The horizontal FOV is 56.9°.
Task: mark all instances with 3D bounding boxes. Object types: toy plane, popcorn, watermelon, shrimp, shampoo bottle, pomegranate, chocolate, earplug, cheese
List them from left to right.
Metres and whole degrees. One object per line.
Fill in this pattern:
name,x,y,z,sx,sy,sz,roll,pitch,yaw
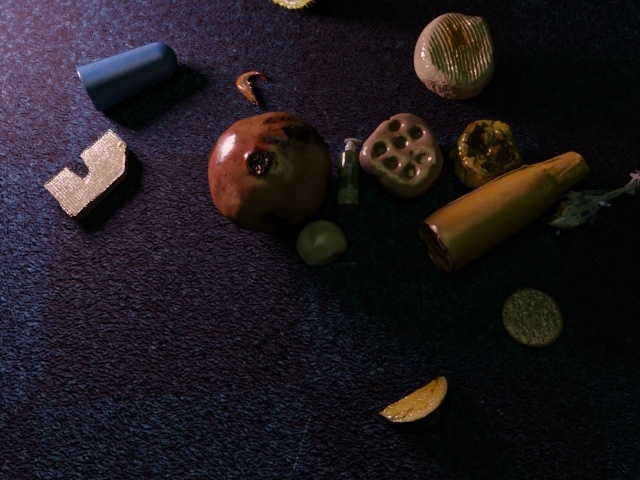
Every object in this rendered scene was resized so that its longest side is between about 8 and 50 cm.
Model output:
earplug,-0.547,-0.488,1.713,0.273,0.132,0.132,-26,71,-10
shrimp,-0.192,-0.446,1.727,0.091,0.025,0.127,-24,68,-7
pomegranate,-0.126,-0.170,1.496,0.322,0.322,0.322,-1,70,3
shampoo bottle,0.080,-0.182,1.598,0.065,0.065,0.204,2,70,4
cheese,0.213,-0.220,1.571,0.218,0.117,0.235,6,71,3
watermelon,0.243,0.406,1.393,0.181,0.075,0.092,-30,27,-9
popcorn,0.439,-0.229,1.548,0.198,0.155,0.197,4,68,-9
chocolate,0.465,-0.085,1.487,0.445,0.162,0.162,-30,71,-6
toy plane,0.706,-0.101,1.534,0.273,0.107,0.182,-27,26,-25

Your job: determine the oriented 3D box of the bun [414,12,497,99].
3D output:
bun,0.379,-0.504,1.649,0.244,0.153,0.243,0,85,1

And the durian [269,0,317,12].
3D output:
durian,-0.109,-0.811,1.777,0.356,0.169,0.157,32,77,12

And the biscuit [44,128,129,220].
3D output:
biscuit,-0.632,-0.185,1.646,0.147,0.046,0.250,39,78,16

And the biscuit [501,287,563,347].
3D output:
biscuit,0.522,0.191,1.461,0.152,0.020,0.152,-1,69,4

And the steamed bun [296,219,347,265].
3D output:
steamed bun,0.000,0.000,1.521,0.130,0.091,0.112,-25,69,-5
